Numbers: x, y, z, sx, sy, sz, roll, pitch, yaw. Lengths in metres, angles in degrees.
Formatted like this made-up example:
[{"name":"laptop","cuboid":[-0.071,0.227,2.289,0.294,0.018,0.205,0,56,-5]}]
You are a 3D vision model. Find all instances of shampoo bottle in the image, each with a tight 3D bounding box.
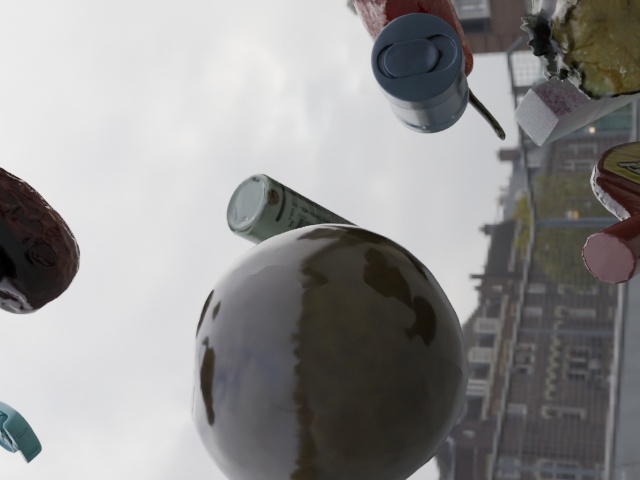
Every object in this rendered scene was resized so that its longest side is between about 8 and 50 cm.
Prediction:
[{"name":"shampoo bottle","cuboid":[0.000,0.000,1.274,0.262,0.085,0.085,27,-117,-37]}]

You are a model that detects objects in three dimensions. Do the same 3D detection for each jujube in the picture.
[{"name":"jujube","cuboid":[-0.452,-0.007,1.381,0.236,0.168,0.168,56,-145,-21]}]

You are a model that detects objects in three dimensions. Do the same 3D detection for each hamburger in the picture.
[{"name":"hamburger","cuboid":[0.316,-0.252,0.837,0.132,0.309,0.211,-97,-7,-57]}]

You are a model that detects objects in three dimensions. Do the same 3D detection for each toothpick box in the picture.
[{"name":"toothpick box","cuboid":[0.117,-0.187,1.108,0.153,0.101,0.101,32,-120,-77]}]

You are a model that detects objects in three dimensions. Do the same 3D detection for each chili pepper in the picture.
[{"name":"chili pepper","cuboid":[0.178,-0.302,1.557,0.338,0.131,0.134,48,-136,-37]}]

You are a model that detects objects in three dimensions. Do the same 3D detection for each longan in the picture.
[{"name":"longan","cuboid":[0.003,0.114,0.865,0.258,0.258,0.257,0,-90,-68]}]

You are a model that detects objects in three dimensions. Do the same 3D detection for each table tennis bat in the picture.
[{"name":"table tennis bat","cuboid":[0.310,-0.024,0.808,0.310,0.200,0.038,-20,-51,-45]}]

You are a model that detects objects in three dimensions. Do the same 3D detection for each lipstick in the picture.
[{"name":"lipstick","cuboid":[0.415,-0.227,1.377,0.317,0.066,0.068,-27,-20,-27]}]

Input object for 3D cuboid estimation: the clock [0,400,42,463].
[{"name":"clock","cuboid":[-0.566,0.332,1.728,0.045,0.147,0.108,-45,-43,-33]}]
